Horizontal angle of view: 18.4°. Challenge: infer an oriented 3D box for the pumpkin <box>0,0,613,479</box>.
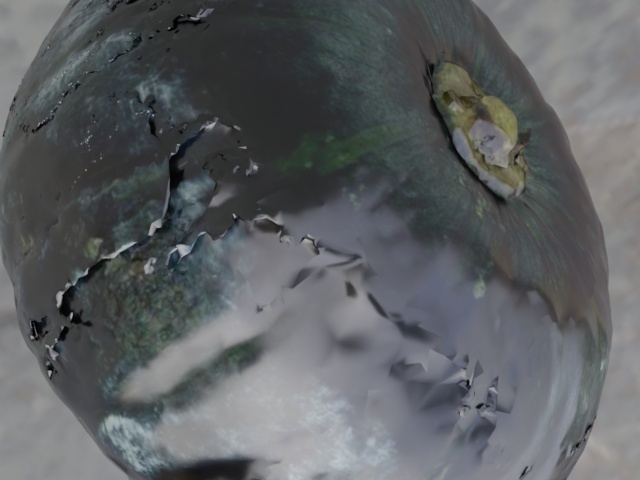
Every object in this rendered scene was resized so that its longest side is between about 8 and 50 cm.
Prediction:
[{"bbox_3d":[0.000,0.000,0.668,0.163,0.233,0.233,-35,153,23],"label":"pumpkin"}]
